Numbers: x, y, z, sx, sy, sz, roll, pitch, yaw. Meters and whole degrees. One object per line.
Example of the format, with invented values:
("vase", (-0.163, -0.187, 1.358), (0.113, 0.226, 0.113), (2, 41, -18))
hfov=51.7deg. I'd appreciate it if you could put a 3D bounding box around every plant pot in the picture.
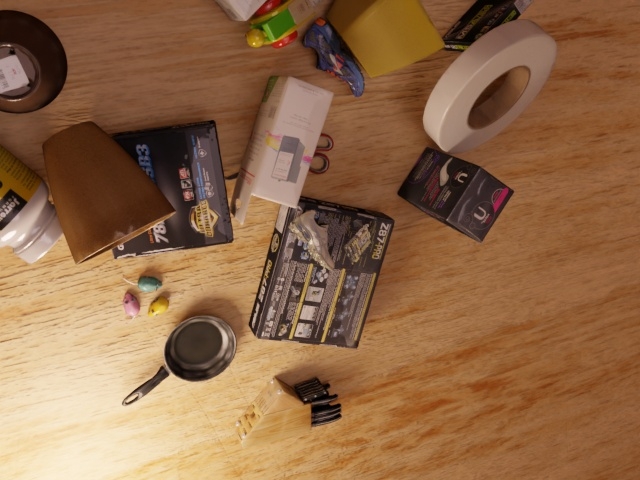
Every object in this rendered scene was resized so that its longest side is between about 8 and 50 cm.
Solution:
("plant pot", (0.140, -0.522, 1.588), (0.187, 0.212, 0.212), (-37, 131, 10))
("plant pot", (-0.475, -0.114, 1.410), (0.237, 0.237, 0.254), (-30, 95, -11))
("plant pot", (-0.617, -0.346, 1.321), (0.215, 0.230, 0.216), (-8, 111, -20))

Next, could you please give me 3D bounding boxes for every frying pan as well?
("frying pan", (-0.361, 0.338, 1.772), (0.197, 0.053, 0.326), (35, 94, -29))

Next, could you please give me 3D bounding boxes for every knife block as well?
("knife block", (-0.080, 0.520, 1.933), (0.242, 0.088, 0.276), (40, 90, -28))

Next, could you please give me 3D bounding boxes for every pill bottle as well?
("pill bottle", (-0.705, -0.106, 1.391), (0.188, 0.188, 0.334), (-47, 119, -2))

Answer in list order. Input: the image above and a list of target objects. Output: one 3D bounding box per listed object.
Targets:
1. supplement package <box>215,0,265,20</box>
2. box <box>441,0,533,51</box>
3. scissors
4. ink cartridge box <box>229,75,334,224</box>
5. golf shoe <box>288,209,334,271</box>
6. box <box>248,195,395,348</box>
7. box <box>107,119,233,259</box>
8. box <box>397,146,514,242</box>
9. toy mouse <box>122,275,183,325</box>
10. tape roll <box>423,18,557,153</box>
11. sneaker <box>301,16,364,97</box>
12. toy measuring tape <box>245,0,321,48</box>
("supplement package", (-0.141, -0.626, 1.475), (0.244, 0.139, 0.134), (-46, 117, -2))
("box", (0.427, -0.568, 1.710), (0.191, 0.184, 0.045), (-47, 120, -1))
("scissors", (-0.104, -0.217, 1.706), (0.296, 0.021, 0.109), (-7, 112, -19))
("ink cartridge box", (-0.102, -0.206, 1.586), (0.119, 0.207, 0.354), (16, 98, -21))
("golf shoe", (0.000, 0.000, 1.695), (0.086, 0.069, 0.176), (-42, 118, -12))
("box", (0.003, 0.092, 1.815), (0.318, 0.097, 0.395), (9, 104, -23))
("box", (-0.371, -0.118, 1.561), (0.293, 0.073, 0.296), (-8, 111, -6))
("box", (0.359, -0.128, 1.786), (0.143, 0.270, 0.165), (29, 95, -28))
("toy mouse", (-0.452, 0.144, 1.676), (0.161, 0.031, 0.143), (-39, 118, -6))
("tape roll", (0.443, -0.391, 1.723), (0.391, 0.072, 0.392), (-29, 153, -16))
("sneaker", (0.033, -0.447, 1.657), (0.087, 0.083, 0.221), (-36, 113, 8))
("toy measuring tape", (-0.068, -0.552, 1.574), (0.330, 0.121, 0.121), (-47, 121, -28))
